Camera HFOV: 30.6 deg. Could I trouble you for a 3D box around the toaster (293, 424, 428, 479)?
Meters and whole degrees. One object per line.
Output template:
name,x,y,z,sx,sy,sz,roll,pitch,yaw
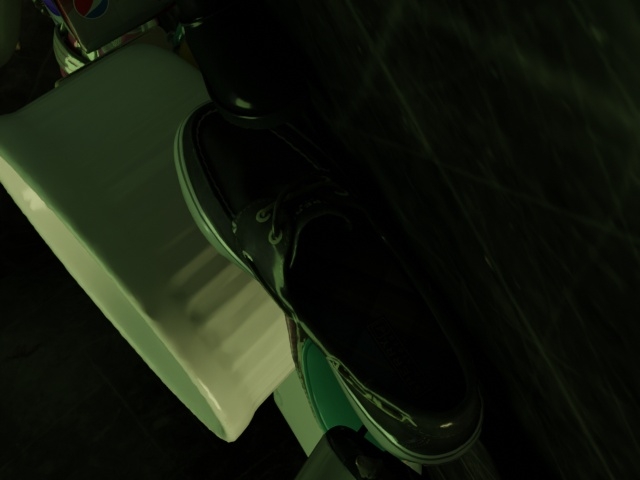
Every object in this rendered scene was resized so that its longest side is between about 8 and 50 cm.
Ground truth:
toaster,0.048,0.186,0.618,0.185,0.110,0.168,37,176,-9

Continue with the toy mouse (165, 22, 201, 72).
toy mouse,-0.077,-0.108,0.860,0.161,0.031,0.143,60,174,-3

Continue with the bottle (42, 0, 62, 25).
bottle,-0.272,-0.294,1.272,0.118,0.092,0.283,59,174,18

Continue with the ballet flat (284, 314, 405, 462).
ballet flat,0.009,0.034,0.705,0.079,0.076,0.222,-86,-25,-67

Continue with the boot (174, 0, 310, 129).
boot,-0.052,-0.118,0.562,0.121,0.045,0.099,54,168,48

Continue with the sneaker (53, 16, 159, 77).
sneaker,-0.224,-0.208,1.208,0.103,0.111,0.252,55,172,35

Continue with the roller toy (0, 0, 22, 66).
roller toy,-0.294,-0.213,0.849,0.209,0.146,0.191,61,149,37

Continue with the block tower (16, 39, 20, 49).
block tower,-0.327,-0.319,1.020,0.097,0.090,0.336,167,97,-82

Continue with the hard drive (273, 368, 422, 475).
hard drive,0.021,0.206,1.288,0.307,0.040,0.203,-127,27,-46

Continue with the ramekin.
ramekin,-0.103,-0.005,0.827,0.277,0.135,0.277,46,166,15

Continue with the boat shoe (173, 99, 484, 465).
boat shoe,0.001,0.008,0.572,0.229,0.080,0.076,56,167,19

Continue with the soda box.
soda box,-0.189,-0.230,0.942,0.092,0.083,0.263,64,172,-25

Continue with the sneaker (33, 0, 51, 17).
sneaker,-0.345,-0.356,1.580,0.271,0.100,0.108,88,157,-78

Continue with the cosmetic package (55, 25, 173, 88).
cosmetic package,-0.152,-0.050,1.126,0.160,0.113,0.309,53,163,14
